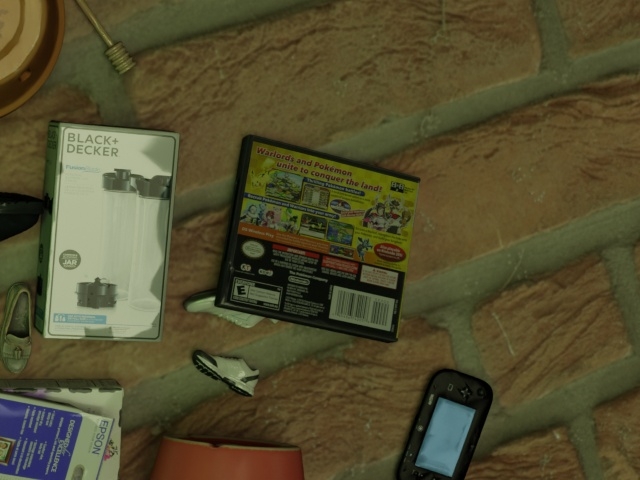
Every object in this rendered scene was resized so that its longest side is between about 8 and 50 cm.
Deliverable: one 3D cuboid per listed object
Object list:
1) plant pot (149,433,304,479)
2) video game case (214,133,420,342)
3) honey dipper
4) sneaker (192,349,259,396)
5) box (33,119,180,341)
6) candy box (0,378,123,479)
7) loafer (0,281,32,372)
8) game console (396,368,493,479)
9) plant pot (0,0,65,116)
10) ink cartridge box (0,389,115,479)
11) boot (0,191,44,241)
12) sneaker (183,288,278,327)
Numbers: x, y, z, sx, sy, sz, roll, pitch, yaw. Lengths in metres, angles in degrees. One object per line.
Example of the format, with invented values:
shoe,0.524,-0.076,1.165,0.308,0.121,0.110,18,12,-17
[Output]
plant pot,-0.133,0.396,1.850,0.275,0.275,0.243,7,85,-20
video game case,0.000,0.000,1.932,0.275,0.035,0.248,13,78,-20
honey dipper,-0.307,-0.297,1.825,0.030,0.030,0.160,-38,105,-12
sneaker,-0.136,0.182,1.936,0.109,0.040,0.043,34,68,-23
box,-0.292,-0.013,1.830,0.169,0.087,0.290,5,94,-20
candy box,-0.373,0.275,1.842,0.196,0.070,0.165,2,95,-19
loafer,-0.410,0.120,1.828,0.045,0.039,0.125,3,94,-20
game console,0.148,0.368,2.047,0.213,0.044,0.361,21,88,-20
plant pot,-0.454,-0.285,1.684,0.291,0.203,0.291,-2,96,-18
ink cartridge box,-0.397,0.305,1.772,0.208,0.045,0.206,16,92,-23
boot,-0.484,0.044,1.768,0.246,0.094,0.207,-5,103,-26
sneaker,-0.119,0.097,1.920,0.152,0.054,0.061,-4,100,-19
